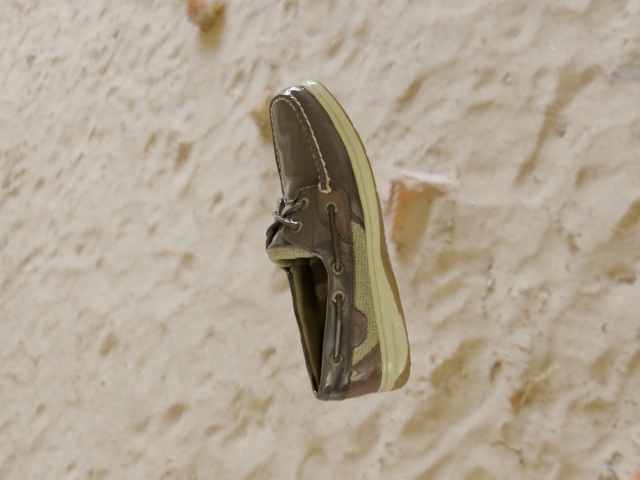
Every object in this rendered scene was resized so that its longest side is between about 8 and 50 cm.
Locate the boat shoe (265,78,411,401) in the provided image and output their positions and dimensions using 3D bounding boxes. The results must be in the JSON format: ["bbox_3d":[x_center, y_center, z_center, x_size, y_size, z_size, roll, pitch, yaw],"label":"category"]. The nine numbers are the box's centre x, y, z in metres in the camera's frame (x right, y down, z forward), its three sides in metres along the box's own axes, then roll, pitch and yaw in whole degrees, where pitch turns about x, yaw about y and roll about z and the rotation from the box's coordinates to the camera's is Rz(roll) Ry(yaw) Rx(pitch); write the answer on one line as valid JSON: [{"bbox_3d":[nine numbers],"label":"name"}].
[{"bbox_3d":[0.000,0.000,0.532,0.056,0.049,0.152,-31,75,63],"label":"boat shoe"}]
